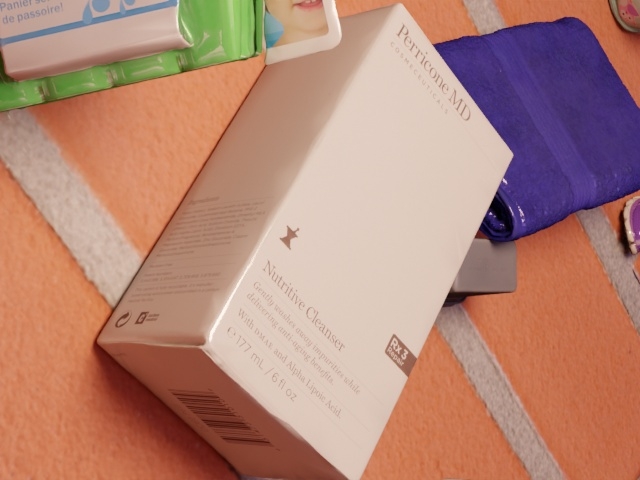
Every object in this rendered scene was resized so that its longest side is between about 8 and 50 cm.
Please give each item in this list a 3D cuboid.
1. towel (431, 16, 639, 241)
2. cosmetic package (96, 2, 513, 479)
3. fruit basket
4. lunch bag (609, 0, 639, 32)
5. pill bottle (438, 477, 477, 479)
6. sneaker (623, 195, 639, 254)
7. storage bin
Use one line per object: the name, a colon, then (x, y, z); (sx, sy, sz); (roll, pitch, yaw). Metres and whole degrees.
towel: (0.229, -0.124, 1.487); (0.308, 0.076, 0.227); (-19, 77, -43)
cosmetic package: (0.000, 0.000, 1.224); (0.217, 0.156, 0.385); (46, 58, -32)
fruit basket: (-0.177, -0.274, 0.962); (0.165, 0.327, 0.353); (-69, 147, -73)
lunch bag: (0.485, -0.393, 1.719); (0.279, 0.108, 0.224); (-21, 103, -19)
pill bottle: (0.148, 0.295, 1.307); (0.131, 0.229, 0.131); (4, 85, -46)
sneaker: (0.443, -0.034, 1.745); (0.170, 0.071, 0.068); (-31, 110, -42)
storage bin: (0.138, 0.020, 1.412); (0.135, 0.091, 0.098); (3, 86, -47)
